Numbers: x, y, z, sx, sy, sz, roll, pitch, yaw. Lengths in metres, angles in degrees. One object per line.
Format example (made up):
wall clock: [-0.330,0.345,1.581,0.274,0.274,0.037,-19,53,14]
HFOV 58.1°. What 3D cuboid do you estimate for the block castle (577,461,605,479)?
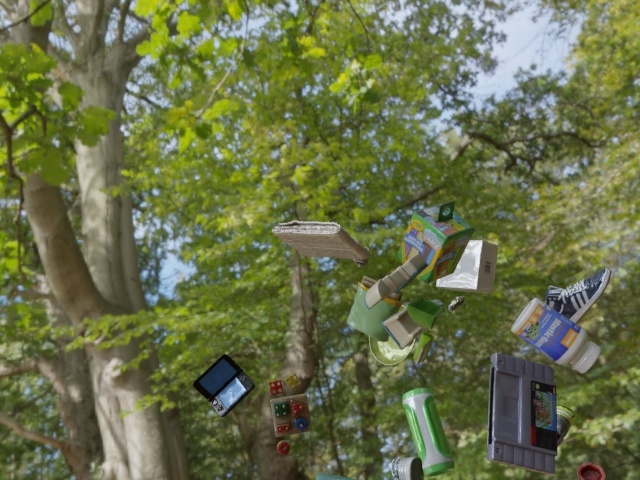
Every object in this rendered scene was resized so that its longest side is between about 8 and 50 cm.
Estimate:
block castle: [0.881,0.909,1.727,0.303,0.453,0.212,-25,-60,-13]

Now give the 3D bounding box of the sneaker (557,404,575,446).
sneaker: [0.875,0.759,2.223,0.121,0.111,0.299,-37,-35,-39]

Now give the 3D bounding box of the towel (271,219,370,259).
towel: [0.000,0.000,1.787,0.282,0.049,0.187,3,-24,40]

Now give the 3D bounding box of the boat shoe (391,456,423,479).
boat shoe: [0.261,0.729,1.757,0.103,0.118,0.320,-4,-26,11]

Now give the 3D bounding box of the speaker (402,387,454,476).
speaker: [0.395,0.704,2.127,0.131,0.296,0.131,-10,-32,-6]

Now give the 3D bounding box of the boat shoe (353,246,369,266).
boat shoe: [0.155,0.061,2.186,0.066,0.183,0.066,-20,-76,-2]

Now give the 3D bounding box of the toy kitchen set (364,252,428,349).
toy kitchen set: [0.213,0.163,1.466,0.207,0.166,0.122,-29,-14,-40]

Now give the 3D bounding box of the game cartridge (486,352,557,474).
game cartridge: [0.672,0.569,1.911,0.231,0.354,0.068,13,-28,-4]

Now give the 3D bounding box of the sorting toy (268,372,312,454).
sorting toy: [-0.104,0.614,2.043,0.133,0.274,0.046,-8,-5,-5]

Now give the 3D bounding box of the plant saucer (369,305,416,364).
plant saucer: [0.293,0.374,2.278,0.037,0.240,0.241,23,-51,-39]

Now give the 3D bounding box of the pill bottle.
pill bottle: [0.823,0.336,2.009,0.152,0.272,0.152,-49,-16,-19]

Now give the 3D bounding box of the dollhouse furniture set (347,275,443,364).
dollhouse furniture set: [0.218,0.259,1.867,0.151,0.302,0.197,-15,-55,-65]

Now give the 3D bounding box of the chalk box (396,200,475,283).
chalk box: [0.446,-0.014,2.186,0.180,0.179,0.288,-16,-44,-38]

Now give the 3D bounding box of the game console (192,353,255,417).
game console: [-0.301,0.453,1.797,0.144,0.124,0.085,-43,-38,-8]

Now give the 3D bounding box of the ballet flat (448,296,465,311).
ballet flat: [0.624,0.280,2.634,0.114,0.041,0.041,-36,-23,-31]

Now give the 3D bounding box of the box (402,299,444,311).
box: [0.489,0.321,2.769,0.191,0.045,0.184,-6,3,5]

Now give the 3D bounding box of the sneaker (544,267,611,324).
sneaker: [0.958,0.191,2.181,0.099,0.153,0.282,-43,-20,-54]

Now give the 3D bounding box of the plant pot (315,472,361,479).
plant pot: [0.101,0.822,1.638,0.236,0.292,0.293,1,-33,6]

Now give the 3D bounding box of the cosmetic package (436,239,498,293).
cosmetic package: [0.669,0.119,2.632,0.138,0.223,0.225,16,-10,-40]
